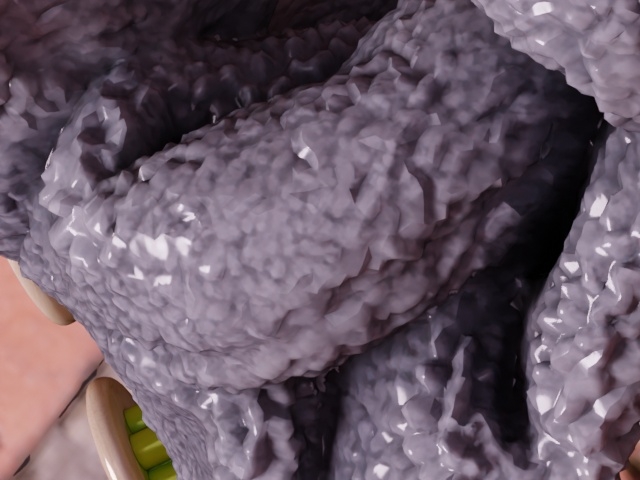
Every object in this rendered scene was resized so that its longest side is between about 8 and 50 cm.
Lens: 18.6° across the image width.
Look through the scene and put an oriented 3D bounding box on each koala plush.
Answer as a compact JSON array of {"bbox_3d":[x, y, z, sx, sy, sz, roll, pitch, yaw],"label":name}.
[{"bbox_3d":[-0.037,-0.038,0.397,0.221,0.196,0.203,22,107,-8],"label":"koala plush"}]

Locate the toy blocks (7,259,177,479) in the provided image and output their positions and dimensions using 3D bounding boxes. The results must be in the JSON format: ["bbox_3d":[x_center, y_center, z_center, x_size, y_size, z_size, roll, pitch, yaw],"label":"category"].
[{"bbox_3d":[0.000,0.000,0.519,0.148,0.054,0.123,-26,89,5],"label":"toy blocks"}]
